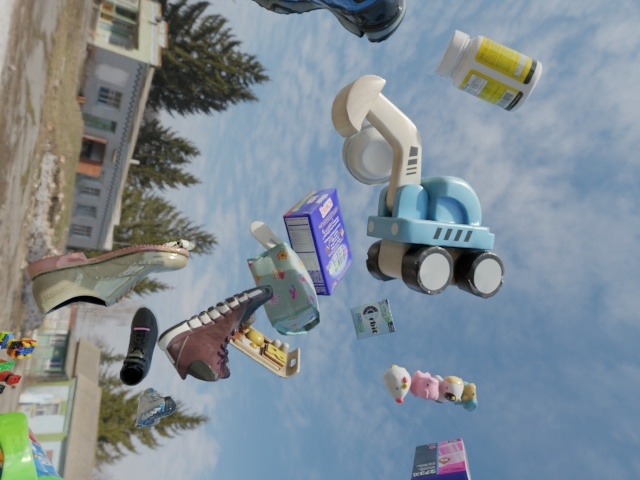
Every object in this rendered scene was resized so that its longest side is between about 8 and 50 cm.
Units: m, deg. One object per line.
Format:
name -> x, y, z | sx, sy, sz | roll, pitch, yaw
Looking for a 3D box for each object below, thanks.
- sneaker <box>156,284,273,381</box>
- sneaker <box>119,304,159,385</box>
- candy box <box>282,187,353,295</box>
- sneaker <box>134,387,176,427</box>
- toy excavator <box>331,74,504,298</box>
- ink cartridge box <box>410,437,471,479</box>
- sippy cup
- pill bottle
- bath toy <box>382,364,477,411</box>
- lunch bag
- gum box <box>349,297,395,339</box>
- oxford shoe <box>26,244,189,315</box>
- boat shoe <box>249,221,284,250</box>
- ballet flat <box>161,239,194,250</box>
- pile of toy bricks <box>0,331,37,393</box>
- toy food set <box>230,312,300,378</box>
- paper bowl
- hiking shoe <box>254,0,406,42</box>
sneaker -> -0.215, 0.225, 0.985 | 0.163, 0.281, 0.106 | 64, -11, -1
sneaker -> -0.663, 0.394, 1.563 | 0.147, 0.104, 0.296 | -164, -98, -77
candy box -> 0.000, 0.000, 1.562 | 0.122, 0.268, 0.318 | -2, -67, 25
sneaker -> -0.412, 0.398, 1.039 | 0.190, 0.071, 0.083 | -38, -124, 39
toy excavator -> 0.214, -0.111, 0.988 | 0.222, 0.432, 0.446 | -170, -94, -68
ink cartridge box -> 0.391, 0.749, 1.381 | 0.175, 0.371, 0.069 | -17, -98, 13
sippy cup -> -0.634, 0.482, 0.822 | 0.305, 0.240, 0.224 | -44, -126, -12
pill bottle -> 0.378, -0.390, 0.973 | 0.119, 0.208, 0.119 | 25, 90, -90
bath toy -> 0.394, 0.541, 1.543 | 0.129, 0.347, 0.152 | -94, -155, -48
lunch bag -> -0.094, 0.158, 1.274 | 0.262, 0.160, 0.224 | 65, 0, -68
gum box -> 0.246, 0.372, 2.011 | 0.041, 0.184, 0.157 | -25, 101, -85
oxford shoe -> -0.545, 0.105, 1.146 | 0.140, 0.396, 0.147 | -40, -115, 55
boat shoe -> -0.170, 0.007, 1.449 | 0.184, 0.066, 0.063 | 34, -30, 17
ballet flat -> -0.447, 0.017, 1.333 | 0.041, 0.114, 0.041 | 19, -64, 46
pile of toy bricks -> -0.646, 0.221, 0.802 | 0.212, 0.105, 0.118 | 128, -15, -76
toy food set -> -0.204, 0.359, 1.554 | 0.092, 0.306, 0.220 | -54, -173, 5
paper bowl -> 0.247, -0.389, 1.921 | 0.148, 0.283, 0.285 | -108, -143, -65
hiking shoe -> -0.012, -0.412, 0.637 | 0.303, 0.132, 0.113 | 24, -96, 16
